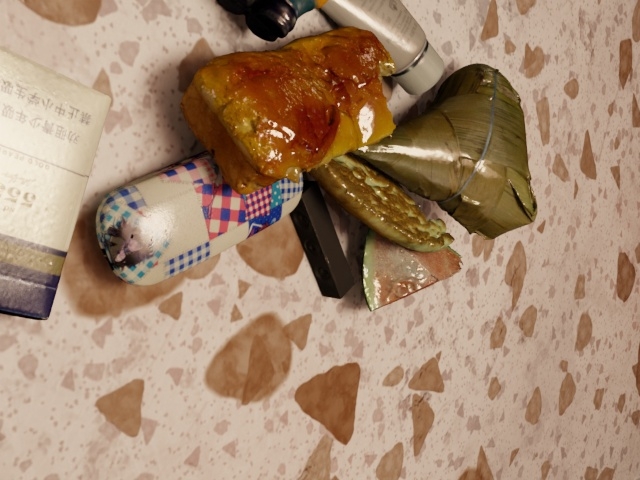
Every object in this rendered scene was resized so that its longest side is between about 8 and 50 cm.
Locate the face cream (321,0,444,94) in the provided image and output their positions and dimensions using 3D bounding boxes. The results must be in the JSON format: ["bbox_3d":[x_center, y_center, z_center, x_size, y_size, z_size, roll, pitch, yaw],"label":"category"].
[{"bbox_3d":[0.079,-0.356,1.195,0.314,0.089,0.143,42,66,-34],"label":"face cream"}]

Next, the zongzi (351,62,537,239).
[{"bbox_3d":[0.190,-0.199,1.282,0.360,0.160,0.323,18,52,-28],"label":"zongzi"}]

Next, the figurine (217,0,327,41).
[{"bbox_3d":[-0.013,-0.431,1.041,0.185,0.204,0.332,38,93,-18],"label":"figurine"}]

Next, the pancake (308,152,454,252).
[{"bbox_3d":[0.076,-0.077,1.197,0.376,0.054,0.197,35,30,-29],"label":"pancake"}]

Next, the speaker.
[{"bbox_3d":[0.000,0.000,1.183,0.046,0.040,0.191,-44,125,-37],"label":"speaker"}]

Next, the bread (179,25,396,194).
[{"bbox_3d":[-0.006,-0.186,1.037,0.185,0.109,0.380,52,42,7],"label":"bread"}]

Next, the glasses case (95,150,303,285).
[{"bbox_3d":[-0.142,-0.049,0.991,0.327,0.076,0.125,-30,114,-42],"label":"glasses case"}]

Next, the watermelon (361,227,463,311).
[{"bbox_3d":[0.133,0.022,1.302,0.231,0.128,0.146,-16,80,-59],"label":"watermelon"}]

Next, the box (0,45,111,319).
[{"bbox_3d":[-0.330,-0.057,0.790,0.168,0.071,0.259,23,79,-47],"label":"box"}]
